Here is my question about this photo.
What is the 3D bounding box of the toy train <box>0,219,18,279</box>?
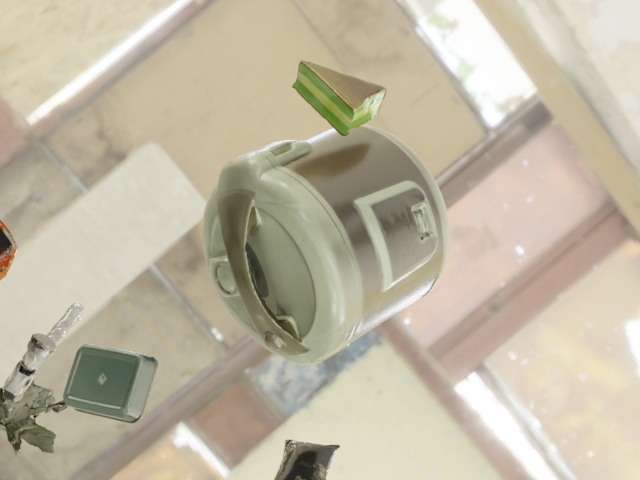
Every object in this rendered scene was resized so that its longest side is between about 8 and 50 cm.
[{"bbox_3d":[-0.703,0.122,1.978,0.086,0.409,0.089,45,-11,24],"label":"toy train"}]

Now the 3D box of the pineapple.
[{"bbox_3d":[-0.505,0.265,1.669,0.277,0.119,0.130,-4,-52,35],"label":"pineapple"}]

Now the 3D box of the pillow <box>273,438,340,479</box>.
[{"bbox_3d":[-0.028,0.373,1.792,0.090,0.048,0.150,17,34,3],"label":"pillow"}]

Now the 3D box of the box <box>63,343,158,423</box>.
[{"bbox_3d":[-0.270,0.180,1.429,0.126,0.091,0.031,7,-17,35],"label":"box"}]

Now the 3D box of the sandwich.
[{"bbox_3d":[0.028,-0.226,1.670,0.116,0.074,0.074,45,-32,13],"label":"sandwich"}]

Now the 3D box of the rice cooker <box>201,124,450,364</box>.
[{"bbox_3d":[0.000,0.000,1.724,0.335,0.325,0.335,27,-50,38],"label":"rice cooker"}]

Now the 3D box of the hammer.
[{"bbox_3d":[-0.471,0.176,1.972,0.044,0.152,0.427,34,12,-6],"label":"hammer"}]
